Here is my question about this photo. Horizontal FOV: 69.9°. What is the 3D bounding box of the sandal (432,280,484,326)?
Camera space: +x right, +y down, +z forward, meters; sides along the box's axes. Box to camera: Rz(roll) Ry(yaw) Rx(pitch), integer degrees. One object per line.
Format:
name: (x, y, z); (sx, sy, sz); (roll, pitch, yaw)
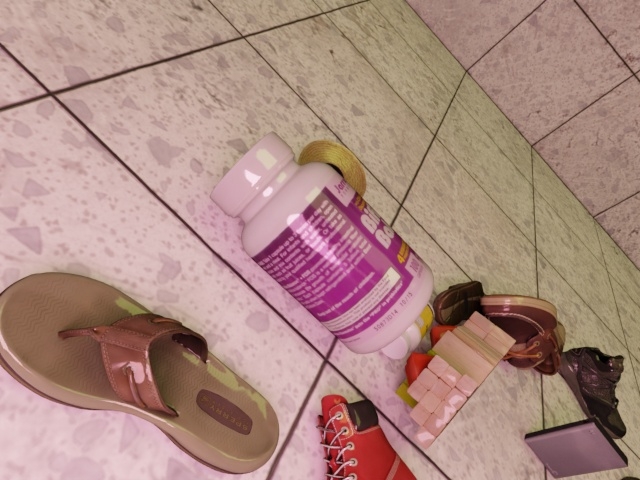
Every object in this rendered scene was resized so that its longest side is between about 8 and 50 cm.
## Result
sandal: (0.268, 0.126, 0.900); (0.219, 0.060, 0.090); (-3, 93, -48)

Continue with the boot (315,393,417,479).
boot: (0.015, 0.270, 0.495); (0.244, 0.088, 0.176); (-6, 63, -58)

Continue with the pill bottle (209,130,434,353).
pill bottle: (0.000, 0.000, 0.635); (0.301, 0.169, 0.169); (44, 37, -10)

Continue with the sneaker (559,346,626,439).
sneaker: (0.679, 0.354, 1.085); (0.087, 0.130, 0.228); (-11, 70, -48)

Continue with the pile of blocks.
pile of blocks: (0.199, 0.203, 0.731); (0.112, 0.149, 0.362); (39, 22, 26)

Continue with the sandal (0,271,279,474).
sandal: (-0.151, 0.119, 0.442); (0.302, 0.086, 0.120); (35, 39, -20)

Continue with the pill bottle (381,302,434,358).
pill bottle: (0.139, 0.142, 0.748); (0.065, 0.065, 0.116); (53, 37, 3)

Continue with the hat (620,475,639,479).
hat: (0.771, 0.640, 0.935); (0.331, 0.134, 0.331); (27, 44, -29)

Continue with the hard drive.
hard drive: (0.456, 0.375, 0.823); (0.094, 0.135, 0.022); (51, 40, 1)

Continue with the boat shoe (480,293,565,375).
boat shoe: (0.426, 0.205, 0.944); (0.342, 0.123, 0.123); (35, 59, -45)

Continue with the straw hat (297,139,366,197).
straw hat: (0.007, -0.106, 0.824); (0.144, 0.061, 0.145); (12, 61, -24)
